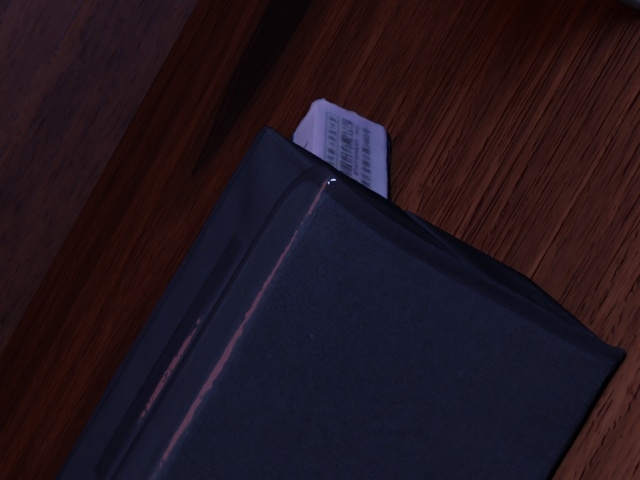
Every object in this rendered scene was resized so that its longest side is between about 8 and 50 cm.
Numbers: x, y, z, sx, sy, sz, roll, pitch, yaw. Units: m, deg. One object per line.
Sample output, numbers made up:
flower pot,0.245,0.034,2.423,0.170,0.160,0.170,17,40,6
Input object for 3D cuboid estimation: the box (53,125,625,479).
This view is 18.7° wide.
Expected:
box,-0.002,0.137,1.346,0.345,0.251,0.204,-59,17,6

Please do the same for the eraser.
eraser,0.000,0.000,1.813,0.130,0.086,0.287,-52,20,33

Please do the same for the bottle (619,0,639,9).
bottle,0.157,-0.334,1.434,0.229,0.351,0.229,-50,22,30
